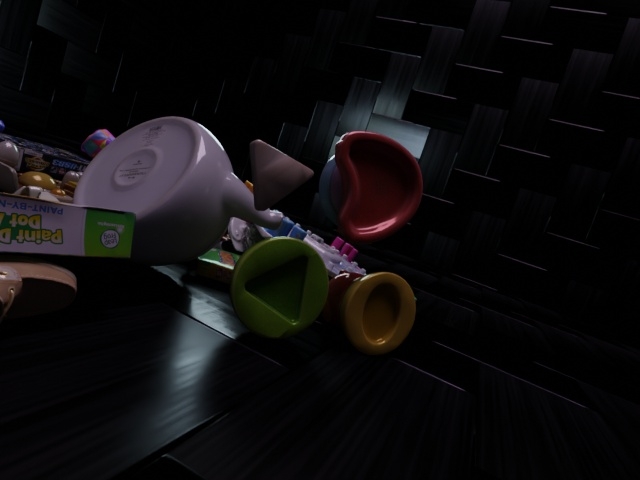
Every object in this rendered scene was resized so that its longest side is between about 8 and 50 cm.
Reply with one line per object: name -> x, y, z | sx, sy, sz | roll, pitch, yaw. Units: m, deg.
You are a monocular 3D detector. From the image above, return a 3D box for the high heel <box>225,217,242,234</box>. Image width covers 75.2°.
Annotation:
high heel -> -0.271, -0.027, 0.847 | 0.243, 0.117, 0.082 | 23, -28, -28

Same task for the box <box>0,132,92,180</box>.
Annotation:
box -> -0.807, -0.236, 1.166 | 0.295, 0.074, 0.293 | 23, 6, 36

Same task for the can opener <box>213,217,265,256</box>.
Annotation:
can opener -> -0.122, 0.015, 0.935 | 0.093, 0.074, 0.280 | -21, -21, 28

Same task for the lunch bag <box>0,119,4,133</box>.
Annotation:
lunch bag -> -1.015, -0.334, 1.209 | 0.151, 0.097, 0.128 | -5, -10, 39

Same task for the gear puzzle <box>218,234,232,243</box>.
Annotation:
gear puzzle -> -0.282, -0.031, 1.056 | 0.175, 0.044, 0.339 | 19, 6, 4

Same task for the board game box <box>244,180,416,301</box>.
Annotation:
board game box -> -0.001, 0.006, 0.981 | 0.389, 0.050, 0.390 | 31, 5, -26

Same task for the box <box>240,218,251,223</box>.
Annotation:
box -> -0.347, -0.140, 1.448 | 0.256, 0.128, 0.122 | 18, 6, -9

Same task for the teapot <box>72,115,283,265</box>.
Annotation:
teapot -> -0.238, -0.053, 0.659 | 0.256, 0.252, 0.187 | 42, -11, 36

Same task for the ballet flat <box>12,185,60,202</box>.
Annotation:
ballet flat -> -0.425, -0.045, 0.627 | 0.206, 0.067, 0.073 | 22, 9, 33

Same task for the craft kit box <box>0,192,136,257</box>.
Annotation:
craft kit box -> -0.363, -0.023, 0.399 | 0.249, 0.061, 0.246 | 4, -5, 32

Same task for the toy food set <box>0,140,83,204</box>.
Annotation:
toy food set -> -0.573, -0.140, 0.913 | 0.219, 0.093, 0.306 | 21, 7, 24

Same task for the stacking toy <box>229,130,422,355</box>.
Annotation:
stacking toy -> 0.000, 0.000, 0.608 | 0.279, 0.309, 0.130 | 4, 4, -25

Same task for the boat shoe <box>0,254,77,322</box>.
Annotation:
boat shoe -> -0.277, 0.048, 0.327 | 0.059, 0.063, 0.170 | 38, 16, 33

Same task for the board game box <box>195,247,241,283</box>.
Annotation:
board game box -> -0.108, 0.066, 0.760 | 0.259, 0.039, 0.124 | 20, 6, -5

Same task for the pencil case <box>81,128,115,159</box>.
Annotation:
pencil case -> -0.614, -0.240, 1.293 | 0.236, 0.104, 0.104 | 42, -4, -24
